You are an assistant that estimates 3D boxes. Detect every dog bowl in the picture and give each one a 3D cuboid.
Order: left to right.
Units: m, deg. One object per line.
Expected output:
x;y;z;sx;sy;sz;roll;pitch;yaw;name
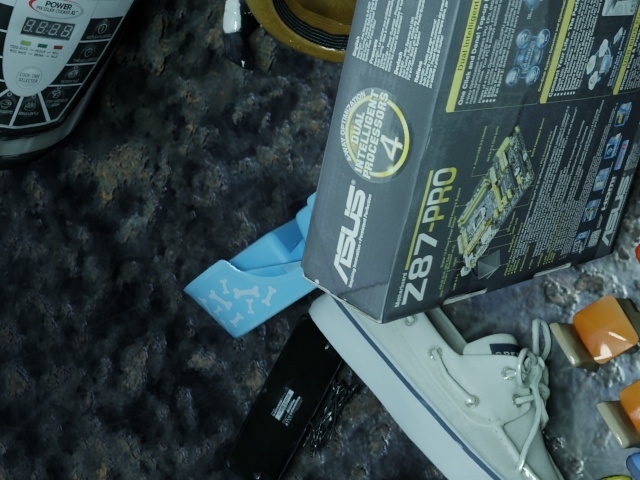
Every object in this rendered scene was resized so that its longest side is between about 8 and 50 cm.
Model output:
0.000;0.000;1.111;0.297;0.166;0.074;-34;89;28;dog bowl

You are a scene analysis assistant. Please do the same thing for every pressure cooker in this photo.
-0.351;-0.328;1.158;0.375;0.370;0.420;29;121;-9;pressure cooker

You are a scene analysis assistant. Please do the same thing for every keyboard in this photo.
-0.020;0.180;1.199;0.100;0.038;0.192;32;98;33;keyboard

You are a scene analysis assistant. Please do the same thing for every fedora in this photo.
0.017;-0.251;1.101;0.194;0.194;0.079;-3;59;31;fedora

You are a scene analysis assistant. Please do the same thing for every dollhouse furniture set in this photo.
0.343;0.094;0.886;0.262;0.135;0.259;-34;69;18;dollhouse furniture set

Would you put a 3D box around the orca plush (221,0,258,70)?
-0.037;-0.310;1.140;0.102;0.151;0.287;14;105;6;orca plush

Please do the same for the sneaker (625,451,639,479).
0.333;0.216;0.977;0.144;0.053;0.059;30;100;22;sneaker

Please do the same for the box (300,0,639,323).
0.159;-0.154;0.841;0.097;0.318;0.395;29;119;35;box

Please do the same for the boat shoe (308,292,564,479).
0.154;0.133;1.045;0.156;0.136;0.367;-46;56;5;boat shoe

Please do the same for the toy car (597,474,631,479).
0.285;0.358;1.005;0.239;0.053;0.225;38;109;25;toy car
